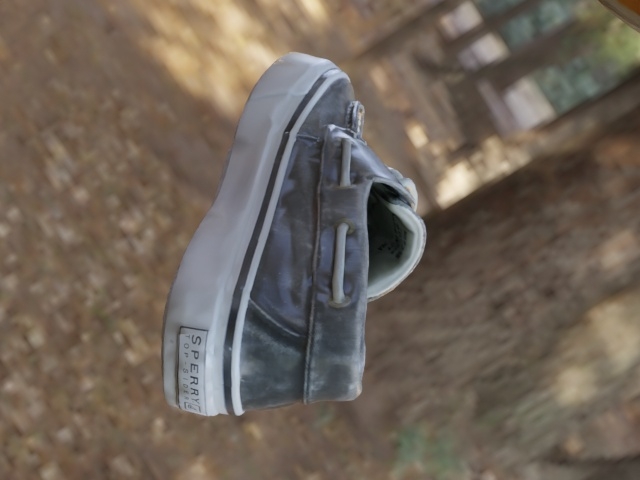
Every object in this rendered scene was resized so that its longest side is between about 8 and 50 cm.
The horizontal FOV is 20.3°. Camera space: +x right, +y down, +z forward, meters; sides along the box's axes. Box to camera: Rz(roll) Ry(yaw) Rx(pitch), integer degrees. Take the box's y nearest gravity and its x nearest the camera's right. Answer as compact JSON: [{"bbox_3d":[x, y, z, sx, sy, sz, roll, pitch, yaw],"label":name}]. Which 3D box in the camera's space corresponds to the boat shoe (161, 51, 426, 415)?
[{"bbox_3d":[0.000,0.000,1.018,0.335,0.119,0.121,-74,171,-56],"label":"boat shoe"}]

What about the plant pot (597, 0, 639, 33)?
[{"bbox_3d":[0.141,-0.156,0.500,0.205,0.188,0.205,44,-6,5],"label":"plant pot"}]
